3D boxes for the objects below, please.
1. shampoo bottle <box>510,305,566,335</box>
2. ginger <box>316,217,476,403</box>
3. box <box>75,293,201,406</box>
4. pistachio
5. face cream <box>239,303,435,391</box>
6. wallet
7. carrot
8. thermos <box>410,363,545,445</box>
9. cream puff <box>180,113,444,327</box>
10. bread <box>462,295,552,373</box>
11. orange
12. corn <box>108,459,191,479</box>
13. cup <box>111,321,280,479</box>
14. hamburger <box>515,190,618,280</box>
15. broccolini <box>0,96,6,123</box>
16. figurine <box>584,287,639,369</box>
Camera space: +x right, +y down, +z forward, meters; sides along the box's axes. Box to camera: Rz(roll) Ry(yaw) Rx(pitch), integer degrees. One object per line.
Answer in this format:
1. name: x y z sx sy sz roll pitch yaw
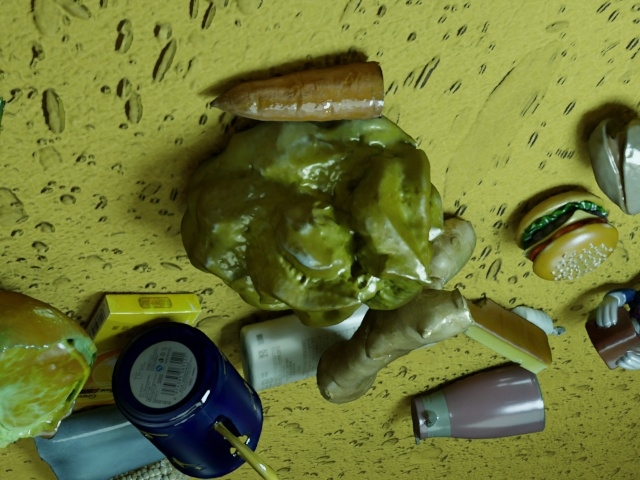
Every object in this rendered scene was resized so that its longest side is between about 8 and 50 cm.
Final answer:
1. shampoo bottle: 0.419 0.168 1.951 0.152 0.045 0.077 14 134 -44
2. ginger: 0.097 0.132 1.460 0.363 0.122 0.348 -44 178 15
3. box: -0.305 0.173 1.549 0.152 0.043 0.269 3 141 -35
4. pistachio: 0.457 -0.114 1.473 0.124 0.124 0.185 -32 140 17
5. face cream: 0.039 0.162 1.692 0.348 0.081 0.173 -14 145 -11
6. wallet: -0.363 0.368 1.805 0.251 0.054 0.290 -15 149 -6
7. carrot: -0.029 -0.172 1.181 0.205 0.072 0.072 -5 146 -10
8. thermos: 0.321 0.352 2.102 0.265 0.146 0.176 -11 173 -1
9. cream puff: -0.002 0.001 1.274 0.324 0.257 0.291 -8 142 -19
10. bread: 0.325 0.161 1.825 0.226 0.088 0.049 30 129 -22
11. orange: -0.468 0.169 1.316 0.334 0.196 0.262 -16 163 1
12. corn: -0.364 0.484 1.958 0.211 0.087 0.087 -24 148 -1
13. cup: -0.162 0.251 1.512 0.255 0.178 0.256 10 155 16
14. hamburger: 0.396 -0.005 1.611 0.162 0.115 0.162 -14 149 -9
15. broccolini: -0.389 -0.089 1.129 0.074 0.058 0.201 -6 132 -47
16. figurine: 0.633 0.160 1.934 0.283 0.204 0.338 -39 166 -18
